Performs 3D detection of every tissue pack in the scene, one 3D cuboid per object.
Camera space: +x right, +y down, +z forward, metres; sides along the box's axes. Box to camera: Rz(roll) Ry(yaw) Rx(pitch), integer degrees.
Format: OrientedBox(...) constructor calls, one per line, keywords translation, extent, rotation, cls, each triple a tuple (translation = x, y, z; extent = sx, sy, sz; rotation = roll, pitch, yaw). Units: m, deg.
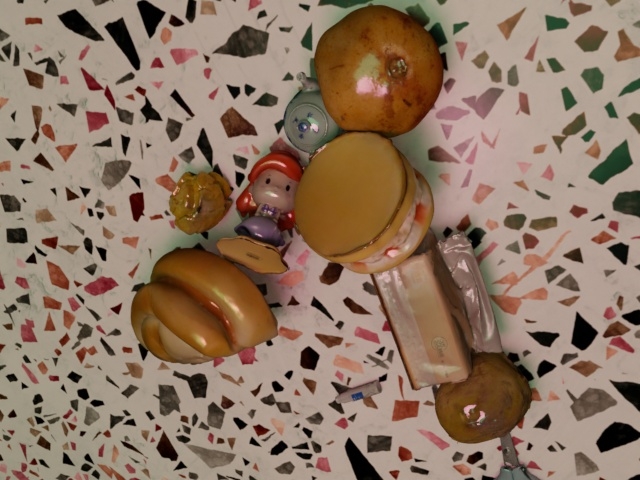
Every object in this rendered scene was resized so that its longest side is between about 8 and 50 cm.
OrientedBox(translation=(0.264, 0.139, 1.328), extent=(0.239, 0.238, 0.305), rotation=(-16, 102, 22), cls="tissue pack")

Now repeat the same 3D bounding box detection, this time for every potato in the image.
OrientedBox(translation=(0.365, 0.364, 1.343), extent=(0.230, 0.266, 0.229), rotation=(4, 102, 20), cls="potato")

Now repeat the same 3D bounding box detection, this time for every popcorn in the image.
OrientedBox(translation=(-0.299, -0.095, 1.461), extent=(0.167, 0.152, 0.148), rotation=(-50, 126, 2), cls="popcorn")

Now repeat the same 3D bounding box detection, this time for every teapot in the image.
OrientedBox(translation=(-0.016, -0.256, 1.307), extent=(0.159, 0.159, 0.231), rotation=(-2, 108, 18), cls="teapot")

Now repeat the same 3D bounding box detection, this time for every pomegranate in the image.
OrientedBox(translation=(0.109, -0.332, 1.185), extent=(0.265, 0.264, 0.264), rotation=(6, 110, 15), cls="pomegranate")

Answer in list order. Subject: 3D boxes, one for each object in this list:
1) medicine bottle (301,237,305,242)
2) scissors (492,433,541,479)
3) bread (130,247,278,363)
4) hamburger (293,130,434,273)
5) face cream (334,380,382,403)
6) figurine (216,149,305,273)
OrientedBox(translation=(0.000, 0.000, 1.447), extent=(0.083, 0.047, 0.047), rotation=(23, 114, 7), cls="medicine bottle")
OrientedBox(translation=(0.484, 0.565, 1.510), extent=(0.191, 0.029, 0.360), rotation=(-10, 106, 22), cls="scissors")
OrientedBox(translation=(-0.291, 0.193, 1.443), extent=(0.329, 0.245, 0.424), rotation=(40, 151, -25), cls="bread")
OrientedBox(translation=(0.082, -0.074, 1.211), extent=(0.303, 0.186, 0.260), rotation=(34, 92, 37), cls="hamburger")
OrientedBox(translation=(0.099, 0.406, 1.569), extent=(0.130, 0.034, 0.034), rotation=(-23, 101, 23), cls="face cream")
OrientedBox(translation=(-0.127, -0.065, 1.380), extent=(0.181, 0.257, 0.208), rotation=(5, 149, 23), cls="figurine")
